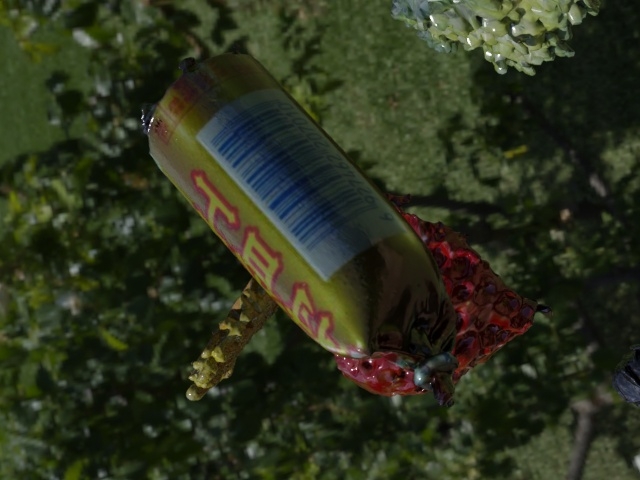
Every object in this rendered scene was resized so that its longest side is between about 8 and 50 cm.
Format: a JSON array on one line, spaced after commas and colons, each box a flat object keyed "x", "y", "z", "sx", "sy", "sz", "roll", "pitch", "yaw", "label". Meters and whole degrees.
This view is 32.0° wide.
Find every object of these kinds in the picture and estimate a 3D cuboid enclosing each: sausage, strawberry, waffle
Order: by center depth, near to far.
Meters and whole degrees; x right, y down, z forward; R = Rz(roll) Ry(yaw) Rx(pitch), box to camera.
[{"x": 0.000, "y": 0.001, "z": 0.830, "sx": 0.317, "sy": 0.117, "sz": 0.125, "roll": 49, "pitch": -173, "yaw": 24, "label": "sausage"}, {"x": 0.096, "y": 0.081, "z": 1.149, "sx": 0.234, "sy": 0.178, "sz": 0.234, "roll": 33, "pitch": 169, "yaw": 7, "label": "strawberry"}, {"x": -0.100, "y": 0.112, "z": 1.495, "sx": 0.059, "sy": 0.243, "sz": 0.238, "roll": 35, "pitch": 178, "yaw": 1, "label": "waffle"}]

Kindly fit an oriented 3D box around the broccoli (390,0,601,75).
[{"x": 0.119, "y": -0.201, "z": 0.588, "sx": 0.176, "sy": 0.226, "sz": 0.198, "roll": 49, "pitch": -157, "yaw": -35, "label": "broccoli"}]

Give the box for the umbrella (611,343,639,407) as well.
[{"x": 0.453, "y": 0.137, "z": 1.371, "sx": 0.326, "sy": 0.094, "sz": 0.090, "roll": 118, "pitch": 157, "yaw": -65, "label": "umbrella"}]
